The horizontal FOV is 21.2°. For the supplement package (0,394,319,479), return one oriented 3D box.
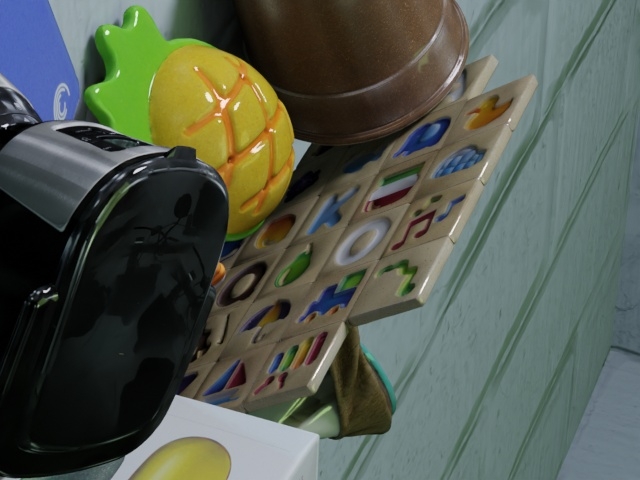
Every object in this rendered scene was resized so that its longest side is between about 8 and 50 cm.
[{"bbox_3d":[-0.141,0.231,0.951,0.263,0.199,0.198,-50,148,-54],"label":"supplement package"}]

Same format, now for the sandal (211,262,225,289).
[{"bbox_3d":[-0.123,0.007,1.007,0.102,0.076,0.265,-33,169,-4],"label":"sandal"}]

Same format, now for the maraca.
[{"bbox_3d":[-0.083,-0.072,1.080,0.185,0.099,0.127,34,52,-48],"label":"maraca"}]

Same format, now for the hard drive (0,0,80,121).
[{"bbox_3d":[-0.187,-0.098,0.772,0.319,0.040,0.210,77,20,-54],"label":"hard drive"}]

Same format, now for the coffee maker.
[{"bbox_3d":[-0.135,0.011,0.626,0.120,0.178,0.171,-28,140,-44],"label":"coffee maker"}]

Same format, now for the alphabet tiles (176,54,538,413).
[{"bbox_3d":[0.000,0.000,1.150,0.011,0.285,0.342,51,44,-21],"label":"alphabet tiles"}]

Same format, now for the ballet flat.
[{"bbox_3d":[-0.017,0.096,1.392,0.124,0.116,0.342,-46,155,-19],"label":"ballet flat"}]

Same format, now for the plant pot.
[{"bbox_3d":[0.005,-0.182,1.178,0.167,0.167,0.165,-66,151,-30],"label":"plant pot"}]
